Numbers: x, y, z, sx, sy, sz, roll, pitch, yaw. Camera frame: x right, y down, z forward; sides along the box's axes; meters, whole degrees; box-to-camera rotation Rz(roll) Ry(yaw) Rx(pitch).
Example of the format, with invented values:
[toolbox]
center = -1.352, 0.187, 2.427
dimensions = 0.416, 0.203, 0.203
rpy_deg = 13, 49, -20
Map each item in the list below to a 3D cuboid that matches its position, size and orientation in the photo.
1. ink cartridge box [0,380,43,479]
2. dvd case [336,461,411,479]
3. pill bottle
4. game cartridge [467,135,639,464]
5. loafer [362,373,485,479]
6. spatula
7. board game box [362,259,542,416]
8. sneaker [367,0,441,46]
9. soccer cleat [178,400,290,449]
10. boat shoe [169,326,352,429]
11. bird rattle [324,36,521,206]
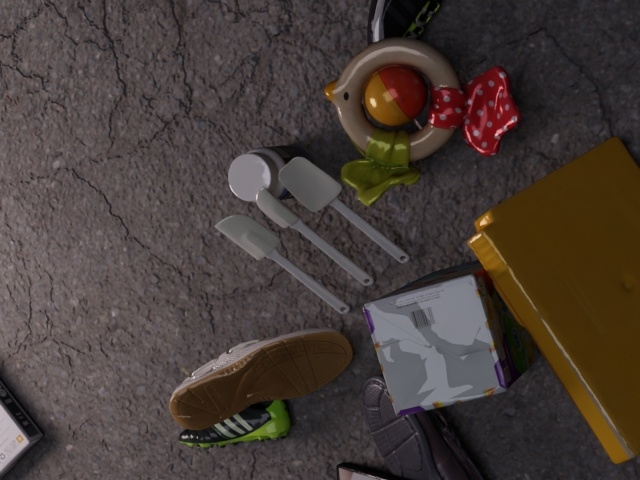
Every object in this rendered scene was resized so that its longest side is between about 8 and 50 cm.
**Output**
[ink cartridge box]
center = -0.591, 0.312, 1.920
dimensions = 0.206, 0.045, 0.208
rpy_deg = -45, 80, 21
[dvd case]
center = 0.090, 0.451, 1.619
dimensions = 0.180, 0.022, 0.253
rpy_deg = 2, 97, 52
[pill bottle]
center = -0.069, -0.092, 1.602
dimensions = 0.078, 0.137, 0.078
rpy_deg = 3, 98, 22
[game cartridge]
center = 0.353, 0.061, 1.383
dimensions = 0.324, 0.285, 0.052
rpy_deg = 57, 146, 8
[loafer]
center = 0.165, 0.312, 1.596
dimensions = 0.302, 0.095, 0.109
rpy_deg = 60, 143, 10
[spatula]
center = 0.000, 0.000, 1.573
dimensions = 0.168, 0.019, 0.242
rpy_deg = -41, 118, 20
[board game box]
center = 0.181, 0.108, 1.447
dimensions = 0.144, 0.275, 0.142
rpy_deg = -17, 90, 23
[sneaker]
center = 0.122, -0.317, 1.524
dimensions = 0.097, 0.084, 0.235
rpy_deg = 7, 99, 21
[soccer cleat]
center = -0.129, 0.270, 1.721
dimensions = 0.179, 0.060, 0.072
rpy_deg = -11, 82, 17
[boat shoe]
center = -0.088, 0.180, 1.668
dimensions = 0.277, 0.096, 0.098
rpy_deg = -20, 112, 7
[bird rattle]
center = 0.121, -0.165, 1.488
dimensions = 0.253, 0.143, 0.207
rpy_deg = -31, 107, 29
